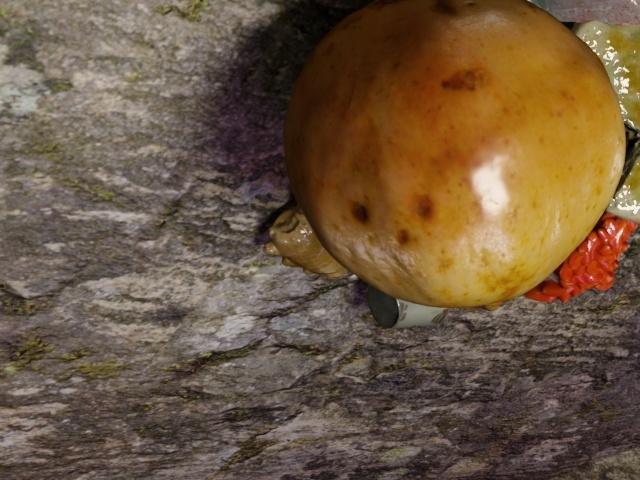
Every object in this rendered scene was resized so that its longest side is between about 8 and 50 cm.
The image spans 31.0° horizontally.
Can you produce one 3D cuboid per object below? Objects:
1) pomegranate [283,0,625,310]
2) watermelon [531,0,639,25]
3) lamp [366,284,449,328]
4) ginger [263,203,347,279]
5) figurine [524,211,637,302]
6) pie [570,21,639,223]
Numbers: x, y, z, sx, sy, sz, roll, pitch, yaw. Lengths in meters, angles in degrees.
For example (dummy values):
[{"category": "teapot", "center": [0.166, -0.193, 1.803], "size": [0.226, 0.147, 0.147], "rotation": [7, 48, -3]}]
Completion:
[{"category": "pomegranate", "center": [0.150, -0.084, 1.300], "size": [0.410, 0.410, 0.410], "rotation": [-19, 149, -12]}, {"category": "watermelon", "center": [0.337, -0.349, 1.239], "size": [0.148, 0.226, 0.318], "rotation": [-47, 170, -18]}, {"category": "lamp", "center": [0.181, 0.074, 1.840], "size": [0.214, 0.121, 0.121], "rotation": [-16, 149, -35]}, {"category": "ginger", "center": [-0.011, 0.004, 1.620], "size": [0.115, 0.081, 0.205], "rotation": [-50, 148, -24]}, {"category": "figurine", "center": [0.285, -0.046, 1.645], "size": [0.411, 0.241, 0.306], "rotation": [7, 144, -29]}, {"category": "pie", "center": [0.452, -0.189, 1.520], "size": [0.337, 0.338, 0.075], "rotation": [-11, -172, -24]}]
